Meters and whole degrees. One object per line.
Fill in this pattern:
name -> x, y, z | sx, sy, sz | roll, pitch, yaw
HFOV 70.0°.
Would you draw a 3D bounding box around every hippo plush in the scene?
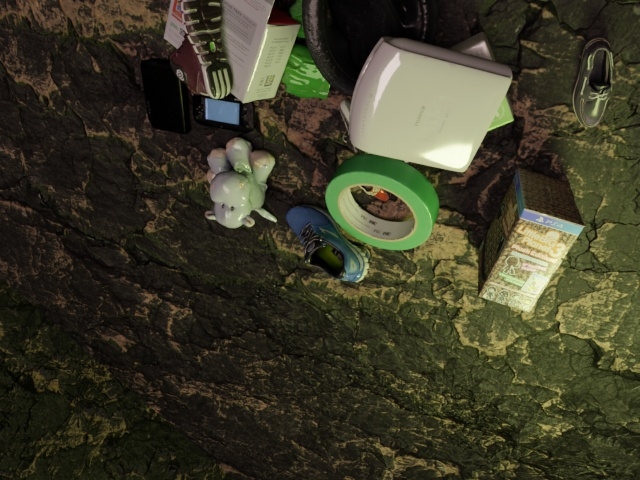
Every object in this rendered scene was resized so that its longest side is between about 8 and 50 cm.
hippo plush -> -0.280, -0.147, 1.408 | 0.234, 0.237, 0.295 | 12, 126, 11

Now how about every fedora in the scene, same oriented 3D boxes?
fedora -> 0.098, -0.498, 1.021 | 0.333, 0.153, 0.334 | -7, 125, -11

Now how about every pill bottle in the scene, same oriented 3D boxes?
pill bottle -> 0.118, 0.076, 1.493 | 0.066, 0.120, 0.067 | 10, 126, 14

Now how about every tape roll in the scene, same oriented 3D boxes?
tape roll -> 0.173, -0.102, 1.312 | 0.320, 0.077, 0.321 | 19, 148, 13

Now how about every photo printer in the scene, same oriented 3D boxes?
photo printer -> 0.223, -0.296, 1.009 | 0.307, 0.107, 0.256 | 10, 128, -11

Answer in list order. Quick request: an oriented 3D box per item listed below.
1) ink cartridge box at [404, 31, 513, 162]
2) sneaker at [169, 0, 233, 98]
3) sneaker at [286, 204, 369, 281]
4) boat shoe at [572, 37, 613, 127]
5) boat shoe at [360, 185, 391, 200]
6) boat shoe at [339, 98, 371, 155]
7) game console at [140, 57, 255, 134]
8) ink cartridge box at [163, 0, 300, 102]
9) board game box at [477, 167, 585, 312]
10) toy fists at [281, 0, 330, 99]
ink cartridge box -> 0.274, -0.337, 1.156 | 0.353, 0.119, 0.207 | -19, 116, 29
sneaker -> -0.310, -0.476, 1.071 | 0.162, 0.106, 0.282 | 11, 118, 36
sneaker -> 0.000, 0.000, 1.408 | 0.330, 0.147, 0.130 | 43, 114, 28
boat shoe -> 0.630, -0.353, 1.053 | 0.075, 0.065, 0.206 | -1, 123, 20
boat shoe -> 0.152, -0.160, 1.369 | 0.137, 0.043, 0.049 | 38, 125, -9
boat shoe -> 0.100, -0.286, 1.279 | 0.070, 0.078, 0.219 | -19, 116, 28
game console -> -0.366, -0.417, 1.376 | 0.360, 0.044, 0.213 | 12, 126, 11
ink cartridge box -> -0.215, -0.545, 1.121 | 0.309, 0.130, 0.272 | 42, 130, 14
board game box -> 0.543, -0.002, 1.220 | 0.140, 0.232, 0.291 | 18, 126, 7
toy fists -> -0.022, -0.503, 1.165 | 0.142, 0.096, 0.279 | 14, 126, -5
